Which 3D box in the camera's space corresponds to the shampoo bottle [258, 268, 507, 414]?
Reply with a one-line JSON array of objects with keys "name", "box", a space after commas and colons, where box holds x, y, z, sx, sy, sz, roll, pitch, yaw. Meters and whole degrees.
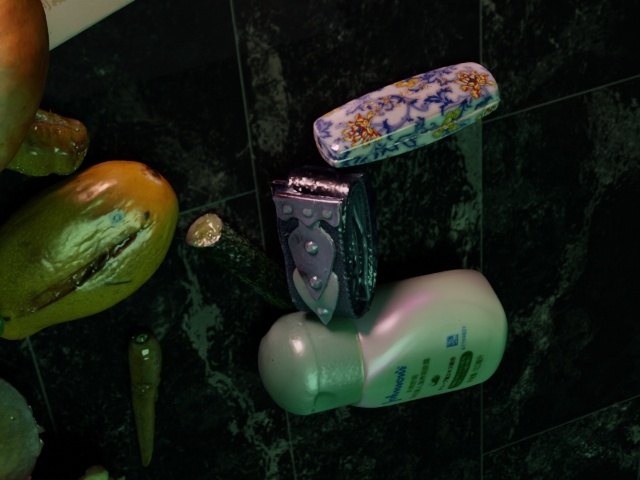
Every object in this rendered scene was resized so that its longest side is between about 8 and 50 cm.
[{"name": "shampoo bottle", "box": [0.081, 0.152, 1.770, 0.350, 0.151, 0.222, -9, 143, -21]}]

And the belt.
[{"name": "belt", "box": [0.001, 0.000, 1.646, 0.128, 0.122, 0.218, 7, 125, 22]}]

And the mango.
[{"name": "mango", "box": [-0.300, 0.019, 1.505, 0.295, 0.120, 0.177, -40, 132, 4]}]

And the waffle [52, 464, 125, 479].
[{"name": "waffle", "box": [-0.383, 0.417, 1.698, 0.297, 0.073, 0.317, -32, 159, -11]}]

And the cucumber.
[{"name": "cucumber", "box": [-0.093, 0.037, 1.670, 0.058, 0.052, 0.215, -28, 135, 23]}]

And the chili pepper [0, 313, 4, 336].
[{"name": "chili pepper", "box": [-0.499, 0.071, 1.443, 0.257, 0.074, 0.100, 2, 93, 0]}]

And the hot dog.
[{"name": "hot dog", "box": [-0.396, -0.126, 1.390, 0.289, 0.068, 0.083, 10, 120, -34]}]

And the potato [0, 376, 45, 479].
[{"name": "potato", "box": [-0.440, 0.249, 1.615, 0.138, 0.098, 0.243, -1, 113, -40]}]

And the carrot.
[{"name": "carrot", "box": [-0.244, 0.225, 1.731, 0.049, 0.049, 0.254, -10, 129, -21]}]

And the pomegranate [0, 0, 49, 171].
[{"name": "pomegranate", "box": [-0.378, -0.170, 1.191, 0.229, 0.270, 0.252, 9, 112, -16]}]

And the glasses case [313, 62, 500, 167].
[{"name": "glasses case", "box": [0.112, -0.163, 1.609, 0.248, 0.087, 0.065, -22, 142, -13]}]

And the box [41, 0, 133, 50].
[{"name": "box", "box": [-0.314, -0.374, 1.265, 0.205, 0.051, 0.365, -31, 131, -1]}]
